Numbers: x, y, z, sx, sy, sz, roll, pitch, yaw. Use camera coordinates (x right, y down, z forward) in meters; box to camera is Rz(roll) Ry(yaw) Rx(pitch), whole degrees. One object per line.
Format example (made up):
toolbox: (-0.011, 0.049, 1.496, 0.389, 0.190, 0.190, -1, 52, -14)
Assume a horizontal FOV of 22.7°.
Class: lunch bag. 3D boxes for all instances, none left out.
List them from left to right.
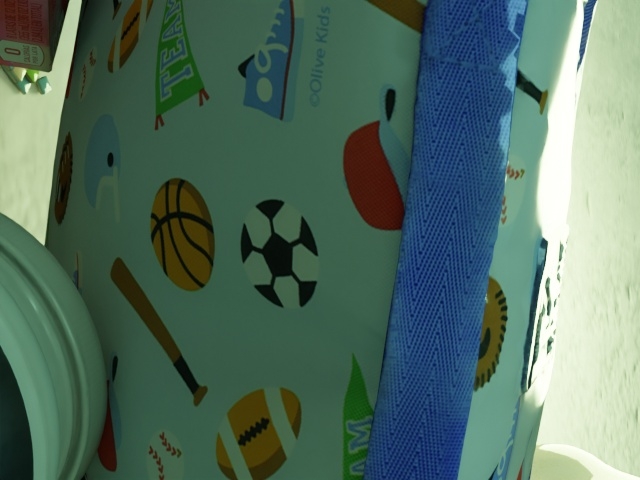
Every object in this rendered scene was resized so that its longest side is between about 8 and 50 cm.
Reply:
lunch bag: (0.000, 0.000, 0.791, 0.385, 0.238, 0.328, -147, -117, -70)

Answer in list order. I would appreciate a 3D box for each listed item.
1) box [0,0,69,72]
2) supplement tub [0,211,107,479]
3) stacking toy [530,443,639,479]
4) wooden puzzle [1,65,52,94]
box: (-0.183, -0.238, 0.761, 0.300, 0.142, 0.154, 103, -4, -57)
supplement tub: (-0.228, 0.094, 0.651, 0.272, 0.191, 0.191, -34, 111, -60)
stacking toy: (0.076, 0.380, 1.106, 0.350, 0.350, 0.480, 8, 92, -61)
wooden puzzle: (-0.190, -0.126, 1.002, 0.083, 0.006, 0.049, 56, 35, -37)
